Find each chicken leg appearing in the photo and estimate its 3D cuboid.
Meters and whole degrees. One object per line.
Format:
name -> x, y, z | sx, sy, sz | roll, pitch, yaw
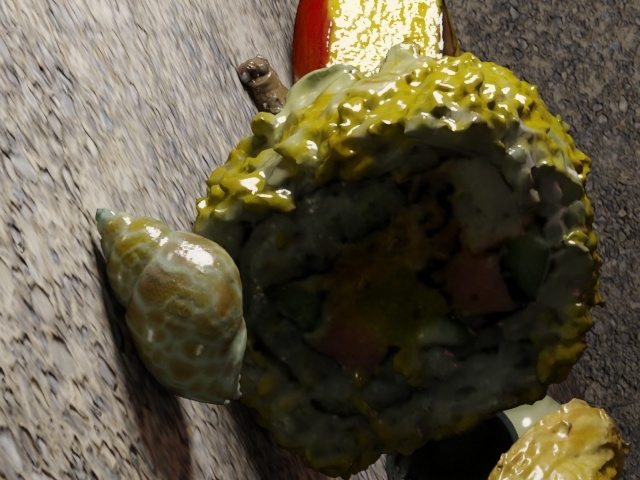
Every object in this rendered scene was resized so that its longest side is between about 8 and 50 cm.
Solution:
chicken leg -> -0.032, -0.153, 1.831 | 0.125, 0.080, 0.196 | -31, 100, -62

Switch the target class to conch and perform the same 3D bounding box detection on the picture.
conch -> -0.116, 0.060, 1.171 | 0.116, 0.106, 0.173 | -132, -146, -66

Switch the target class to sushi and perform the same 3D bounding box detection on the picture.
sushi -> 0.071, 0.003, 1.362 | 0.351, 0.396, 0.240 | 61, 19, -13

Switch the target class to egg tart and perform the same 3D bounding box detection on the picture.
egg tart -> 0.277, 0.399, 1.751 | 0.351, 0.153, 0.339 | -34, 137, -35

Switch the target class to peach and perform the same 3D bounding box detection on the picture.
peach -> 0.081, -0.238, 2.049 | 0.380, 0.242, 0.306 | -99, -172, -73

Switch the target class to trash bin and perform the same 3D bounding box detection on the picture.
trash bin -> 0.169, 0.267, 1.856 | 0.161, 0.175, 0.175 | -84, 152, -84

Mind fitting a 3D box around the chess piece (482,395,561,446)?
chess piece -> 0.306, 0.375, 1.980 | 0.182, 0.182, 0.330 | -57, 135, -73
